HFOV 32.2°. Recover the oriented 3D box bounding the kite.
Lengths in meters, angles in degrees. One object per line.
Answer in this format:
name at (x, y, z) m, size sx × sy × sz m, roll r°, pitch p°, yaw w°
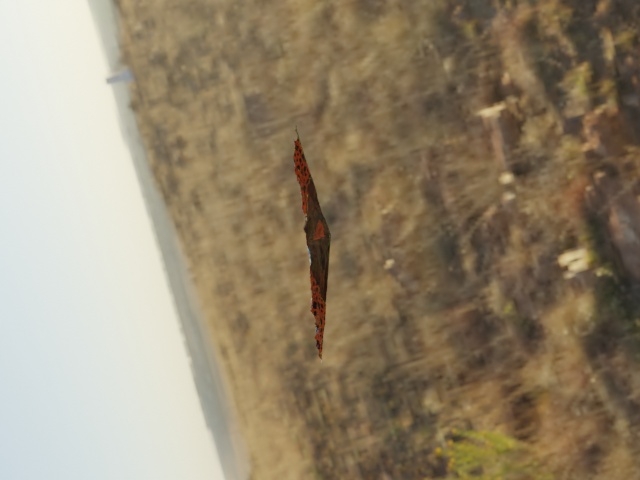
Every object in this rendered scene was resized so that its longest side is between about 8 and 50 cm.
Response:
kite at (-0.001, 0.000, 1.080) m, size 0.125 × 0.008 × 0.222 m, roll -20°, pitch -76°, yaw -77°
